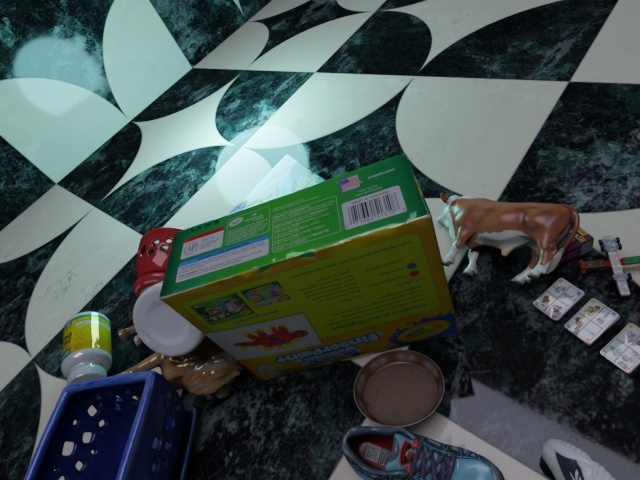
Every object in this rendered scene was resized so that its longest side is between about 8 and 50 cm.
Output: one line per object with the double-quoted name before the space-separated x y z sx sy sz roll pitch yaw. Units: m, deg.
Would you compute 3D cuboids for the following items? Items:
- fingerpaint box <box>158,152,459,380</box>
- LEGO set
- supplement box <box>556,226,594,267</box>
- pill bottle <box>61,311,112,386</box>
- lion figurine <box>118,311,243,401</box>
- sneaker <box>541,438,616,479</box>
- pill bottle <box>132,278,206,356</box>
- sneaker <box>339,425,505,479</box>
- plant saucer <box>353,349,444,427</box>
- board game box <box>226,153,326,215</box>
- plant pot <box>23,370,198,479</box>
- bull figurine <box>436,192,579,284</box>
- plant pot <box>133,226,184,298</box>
"fingerpaint box" 0.005 0.084 0.773 0.445 0.371 0.163 -18 46 13
"LEGO set" 0.552 0.096 0.731 0.244 0.060 0.182 -44 50 -1
"supplement box" 0.500 0.010 0.819 0.083 0.043 0.055 -27 44 2
"pill bottle" -0.627 0.303 1.078 0.118 0.117 0.208 -32 45 -2
"lion figurine" -0.348 0.243 0.979 0.240 0.142 0.392 -27 38 -15
"sneaker" 0.344 0.400 0.523 0.153 0.094 0.235 -25 55 -7
"pill bottle" -0.273 0.131 0.896 0.152 0.152 0.272 -18 8 12
"sneaker" 0.148 0.360 0.634 0.262 0.125 0.104 -1 52 26
"plant saucer" 0.146 0.278 0.749 0.168 0.029 0.168 -14 30 8
"board game box" -0.130 -0.074 1.116 0.318 0.066 0.318 -45 35 -1
"plant pot" -0.386 0.420 0.790 0.236 0.212 0.236 -14 47 16
"bull figurine" 0.361 -0.016 0.849 0.310 0.101 0.188 5 70 50
"plant pot" -0.417 0.083 1.114 0.191 0.191 0.174 -16 49 14
